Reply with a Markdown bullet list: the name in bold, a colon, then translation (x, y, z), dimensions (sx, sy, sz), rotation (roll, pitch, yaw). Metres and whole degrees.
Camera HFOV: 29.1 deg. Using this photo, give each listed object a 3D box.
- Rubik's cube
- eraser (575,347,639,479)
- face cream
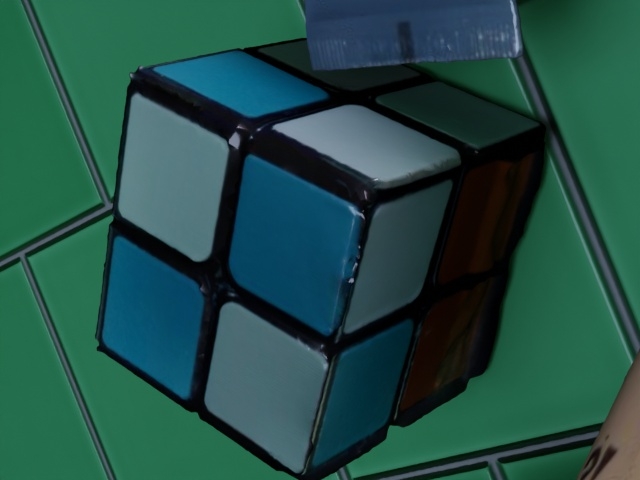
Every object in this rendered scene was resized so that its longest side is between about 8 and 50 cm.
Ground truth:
- **Rubik's cube**: translation (-0.001, 0.000, 0.696), dimensions (0.167, 0.180, 0.183), rotation (27, 122, 31)
- **eraser**: translation (0.193, 0.108, 0.516), dimensions (0.171, 0.291, 0.087), rotation (21, 161, 31)
- **face cream**: translation (0.021, -0.276, 0.589), dimensions (0.135, 0.086, 0.385), rotation (3, 107, 42)
